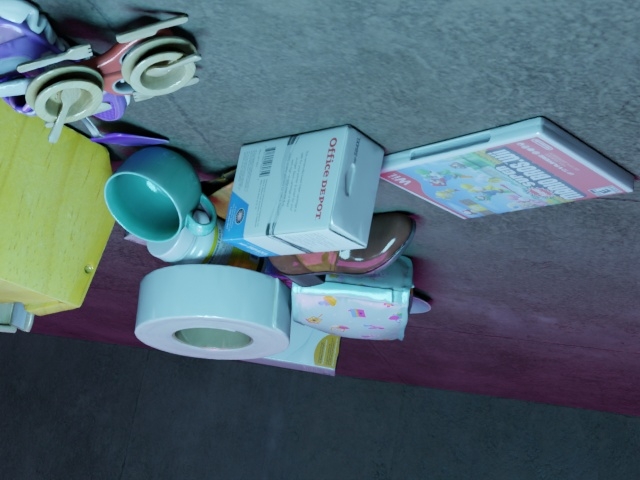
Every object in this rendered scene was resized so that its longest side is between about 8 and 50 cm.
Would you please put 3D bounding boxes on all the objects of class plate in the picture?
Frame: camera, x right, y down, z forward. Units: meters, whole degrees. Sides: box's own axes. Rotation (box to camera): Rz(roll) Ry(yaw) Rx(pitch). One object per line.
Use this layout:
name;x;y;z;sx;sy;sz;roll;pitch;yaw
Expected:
plate;0.150;0.125;1.991;0.188;0.024;0.188;10;164;3

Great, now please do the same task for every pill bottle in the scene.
pill bottle;-0.207;0.015;1.665;0.119;0.119;0.208;-5;158;41

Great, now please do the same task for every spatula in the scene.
spatula;-0.346;-0.177;1.255;0.084;0.030;0.296;-3;160;44

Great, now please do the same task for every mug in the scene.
mug;-0.237;-0.067;1.379;0.129;0.097;0.158;-24;115;39

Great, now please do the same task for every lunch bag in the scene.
lunch bag;0.063;0.100;1.717;0.223;0.160;0.262;7;170;5

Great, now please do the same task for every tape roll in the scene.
tape roll;-0.192;0.136;1.669;0.286;0.100;0.286;2;157;1

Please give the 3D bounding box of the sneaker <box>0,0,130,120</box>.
sneaker;-0.323;-0.187;1.078;0.095;0.104;0.236;0;162;28

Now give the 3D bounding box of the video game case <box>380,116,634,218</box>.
video game case;0.237;-0.088;1.215;0.204;0.025;0.285;22;160;-36

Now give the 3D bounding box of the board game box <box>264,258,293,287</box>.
board game box;-0.132;0.066;1.898;0.211;0.039;0.160;12;166;-34

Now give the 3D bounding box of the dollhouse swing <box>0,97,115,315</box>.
dollhouse swing;-0.551;-0.056;1.391;0.305;0.315;0.347;13;169;41

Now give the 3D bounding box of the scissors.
scissors;-0.290;-0.171;1.015;0.297;0.021;0.109;-20;161;-9

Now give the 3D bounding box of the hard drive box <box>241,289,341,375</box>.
hard drive box;-0.064;0.201;2.101;0.232;0.181;0.089;8;163;4

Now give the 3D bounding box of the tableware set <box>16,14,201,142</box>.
tableware set;-0.225;-0.169;1.005;0.194;0.039;0.128;-19;158;-9

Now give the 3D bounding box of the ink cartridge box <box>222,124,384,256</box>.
ink cartridge box;-0.025;-0.062;1.239;0.203;0.148;0.086;-4;158;41

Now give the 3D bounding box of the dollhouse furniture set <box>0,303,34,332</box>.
dollhouse furniture set;-0.612;0.016;1.558;0.198;0.286;0.303;11;180;43

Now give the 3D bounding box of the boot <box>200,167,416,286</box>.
boot;-0.021;-0.048;1.444;0.264;0.096;0.280;-12;139;36

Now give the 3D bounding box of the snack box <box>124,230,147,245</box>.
snack box;-0.310;0.009;1.878;0.178;0.022;0.064;19;160;-28
